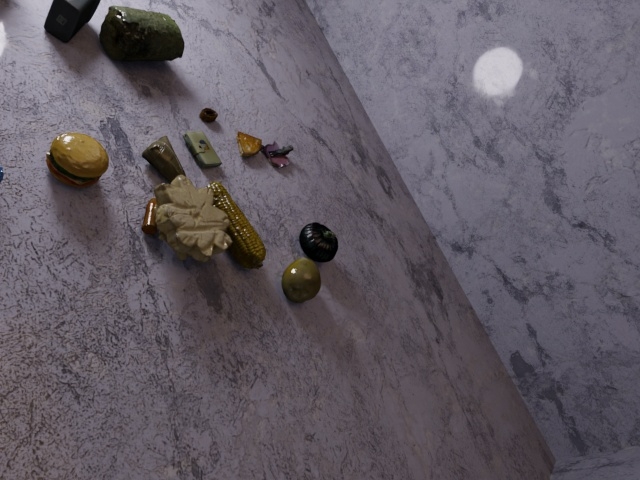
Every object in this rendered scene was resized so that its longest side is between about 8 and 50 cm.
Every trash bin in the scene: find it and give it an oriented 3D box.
[{"bbox_3d":[-0.860,-0.824,1.495,0.101,0.177,0.236,32,44,-32],"label":"trash bin"}]

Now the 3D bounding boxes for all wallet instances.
[{"bbox_3d":[-0.471,-0.359,1.692,0.155,0.039,0.110,58,31,4],"label":"wallet"}]

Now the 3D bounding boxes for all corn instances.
[{"bbox_3d":[-0.316,-0.054,1.549,0.363,0.120,0.120,58,34,5],"label":"corn"}]

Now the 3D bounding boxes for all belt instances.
[{"bbox_3d":[-0.483,-0.539,1.834,0.059,0.036,0.083,51,33,6],"label":"belt"}]

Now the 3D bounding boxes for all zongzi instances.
[{"bbox_3d":[-0.527,-0.285,1.536,0.189,0.081,0.178,48,24,-21],"label":"zongzi"}]

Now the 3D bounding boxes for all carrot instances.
[{"bbox_3d":[-0.541,-0.087,1.365,0.048,0.048,0.139,25,42,-37],"label":"carrot"}]

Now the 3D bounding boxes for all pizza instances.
[{"bbox_3d":[-0.333,-0.434,1.917,0.131,0.041,0.178,36,42,-16],"label":"pizza"}]

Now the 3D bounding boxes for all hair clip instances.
[{"bbox_3d":[-0.205,-0.420,2.066,0.146,0.056,0.187,53,45,2],"label":"hair clip"}]

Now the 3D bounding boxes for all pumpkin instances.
[{"bbox_3d":[-0.009,0.007,1.859,0.194,0.150,0.194,34,6,-4],"label":"pumpkin"}]

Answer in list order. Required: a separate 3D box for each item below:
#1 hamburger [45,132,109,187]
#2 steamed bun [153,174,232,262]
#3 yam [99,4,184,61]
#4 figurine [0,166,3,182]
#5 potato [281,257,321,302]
[{"bbox_3d":[-0.700,-0.231,1.230,0.162,0.115,0.162,30,40,-29],"label":"hamburger"},{"bbox_3d":[-0.432,-0.065,1.384,0.295,0.137,0.292,38,37,-35],"label":"steamed bun"},{"bbox_3d":[-0.696,-0.800,1.662,0.195,0.195,0.300,54,33,-2],"label":"yam"},{"bbox_3d":[-0.829,-0.160,1.043,0.114,0.079,0.114,-1,43,1],"label":"figurine"},{"bbox_3d":[-0.071,0.148,1.671,0.157,0.157,0.194,44,22,-17],"label":"potato"}]
